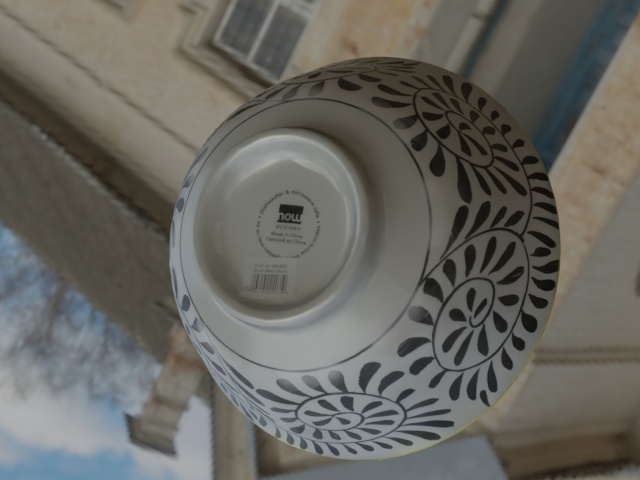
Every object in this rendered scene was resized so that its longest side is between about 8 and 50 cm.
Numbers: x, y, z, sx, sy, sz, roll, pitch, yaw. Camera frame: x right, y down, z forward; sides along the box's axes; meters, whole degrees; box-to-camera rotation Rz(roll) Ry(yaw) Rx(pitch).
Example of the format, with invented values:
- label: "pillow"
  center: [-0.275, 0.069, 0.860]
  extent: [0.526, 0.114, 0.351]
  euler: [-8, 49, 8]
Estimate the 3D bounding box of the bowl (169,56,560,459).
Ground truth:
- label: "bowl"
  center: [0.000, 0.000, 0.547]
  extent: [0.170, 0.170, 0.080]
  euler: [36, -173, 27]
